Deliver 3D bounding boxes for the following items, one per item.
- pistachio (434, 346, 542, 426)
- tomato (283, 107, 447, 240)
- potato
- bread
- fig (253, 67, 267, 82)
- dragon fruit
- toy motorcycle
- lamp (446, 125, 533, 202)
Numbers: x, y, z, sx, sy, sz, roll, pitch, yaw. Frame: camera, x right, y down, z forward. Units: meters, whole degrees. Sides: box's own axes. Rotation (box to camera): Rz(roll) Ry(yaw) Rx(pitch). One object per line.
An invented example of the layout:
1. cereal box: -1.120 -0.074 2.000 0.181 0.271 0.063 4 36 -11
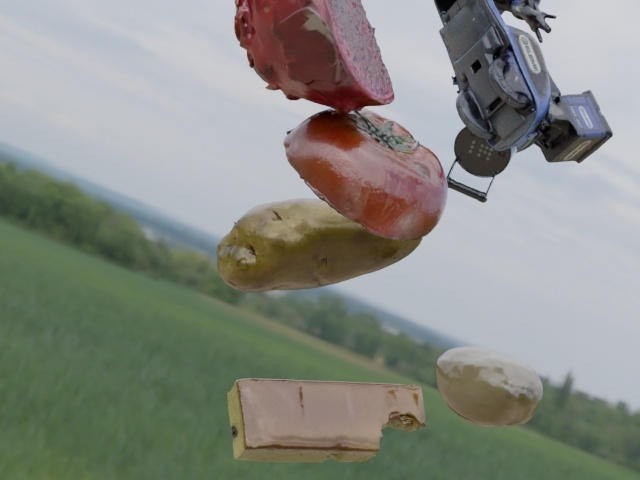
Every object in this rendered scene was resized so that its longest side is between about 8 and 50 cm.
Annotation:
1. pistachio: 0.281 0.248 2.537 0.135 0.136 0.226 24 -4 -40
2. tomato: 0.064 -0.098 1.837 0.225 0.085 0.225 25 28 -15
3. potato: 0.000 0.000 2.565 0.369 0.196 0.176 -8 36 -11
4. bread: 0.010 0.197 1.621 0.226 0.088 0.049 6 -35 -25
5. fig: -0.042 -0.278 2.060 0.109 0.155 0.103 -2 -47 10
6. dragon fruit: -0.017 -0.255 1.756 0.163 0.262 0.189 -21 18 -4
7. toy motorcycle: 0.266 -0.277 2.146 0.212 0.359 0.125 -5 -25 -39
8. lamp: 0.296 -0.188 2.518 0.147 0.172 0.227 25 30 9
